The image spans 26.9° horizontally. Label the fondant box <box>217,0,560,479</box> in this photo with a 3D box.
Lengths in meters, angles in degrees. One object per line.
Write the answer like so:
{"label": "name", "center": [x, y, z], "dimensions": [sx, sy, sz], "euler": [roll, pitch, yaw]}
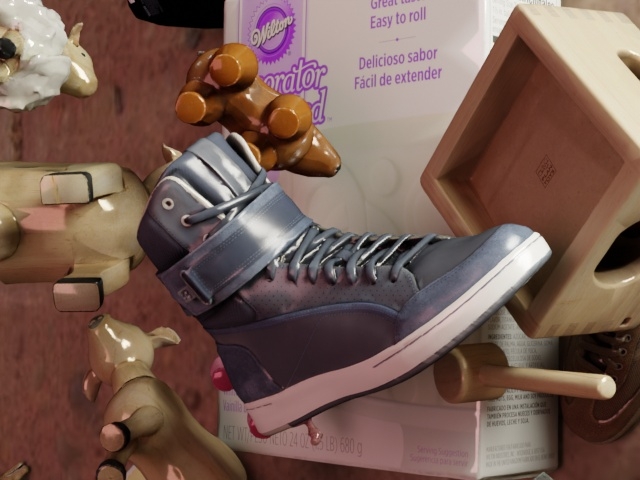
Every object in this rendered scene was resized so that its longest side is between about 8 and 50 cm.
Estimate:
{"label": "fondant box", "center": [0.041, -0.014, 0.917], "dimensions": [0.238, 0.096, 0.330], "euler": [-2, 85, 43]}

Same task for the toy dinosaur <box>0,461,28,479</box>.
{"label": "toy dinosaur", "center": [-0.349, 0.260, 1.286], "dimensions": [0.183, 0.053, 0.093], "euler": [-52, 57, 27]}

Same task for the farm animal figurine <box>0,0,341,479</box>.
{"label": "farm animal figurine", "center": [-0.135, 0.013, 0.895], "dimensions": [0.326, 0.172, 0.330], "euler": [16, 101, 2]}

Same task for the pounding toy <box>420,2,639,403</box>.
{"label": "pounding toy", "center": [0.140, 0.010, 0.733], "dimensions": [0.181, 0.094, 0.206], "euler": [59, 136, 36]}

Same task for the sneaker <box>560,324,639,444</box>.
{"label": "sneaker", "center": [0.178, 0.035, 0.804], "dimensions": [0.066, 0.071, 0.188], "euler": [29, 106, 40]}

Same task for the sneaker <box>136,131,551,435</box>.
{"label": "sneaker", "center": [-0.001, 0.001, 0.715], "dimensions": [0.226, 0.086, 0.163], "euler": [-30, 94, 40]}

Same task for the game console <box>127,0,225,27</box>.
{"label": "game console", "center": [-0.128, -0.316, 0.981], "dimensions": [0.213, 0.044, 0.361], "euler": [-8, 123, 40]}

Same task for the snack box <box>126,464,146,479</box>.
{"label": "snack box", "center": [-0.114, 0.324, 0.968], "dimensions": [0.187, 0.060, 0.322], "euler": [-47, 42, 28]}

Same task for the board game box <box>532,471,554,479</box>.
{"label": "board game box", "center": [0.206, 0.252, 0.744], "dimensions": [0.259, 0.030, 0.136], "euler": [41, 155, 36]}
